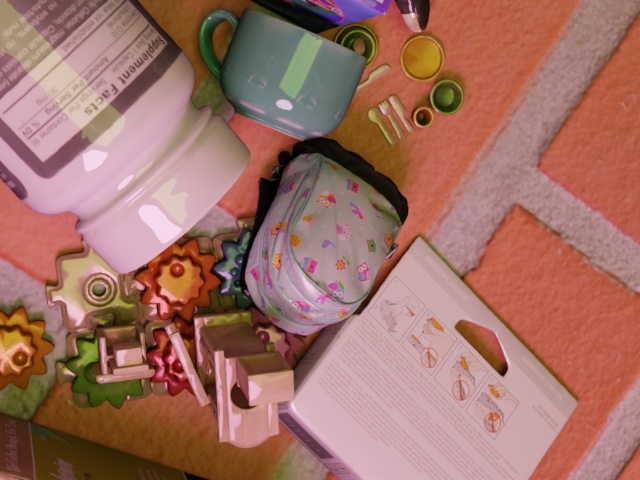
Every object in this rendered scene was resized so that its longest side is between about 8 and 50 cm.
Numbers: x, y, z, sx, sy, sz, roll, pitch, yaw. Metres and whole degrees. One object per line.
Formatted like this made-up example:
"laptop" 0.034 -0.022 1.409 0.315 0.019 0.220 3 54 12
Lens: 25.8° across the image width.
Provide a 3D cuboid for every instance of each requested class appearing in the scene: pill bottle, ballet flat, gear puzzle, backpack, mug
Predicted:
"pill bottle" -0.244 -0.154 1.264 0.204 0.204 0.361 -43 104 -5
"ballet flat" 0.071 -0.291 1.406 0.049 0.057 0.173 -16 97 23
"gear puzzle" -0.183 0.080 1.391 0.338 0.044 0.176 -8 99 -12
"backpack" 0.000 0.000 1.360 0.152 0.115 0.182 34 57 -11
"mug" -0.039 -0.159 1.362 0.129 0.157 0.097 18 96 -39

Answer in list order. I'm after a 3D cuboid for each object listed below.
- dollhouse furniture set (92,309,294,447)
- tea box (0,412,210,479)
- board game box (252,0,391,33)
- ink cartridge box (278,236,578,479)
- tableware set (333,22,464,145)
"dollhouse furniture set" -0.122 0.148 1.304 0.160 0.182 0.101 -6 106 -14
"tea box" -0.217 0.385 1.333 0.323 0.220 0.329 20 93 -14
"board game box" -0.109 -0.305 1.259 0.347 0.233 0.078 26 87 -15
"ink cartridge box" 0.113 0.174 1.468 0.275 0.060 0.239 46 63 -14
"tableware set" 0.078 -0.181 1.429 0.104 0.024 0.154 -33 103 -7
